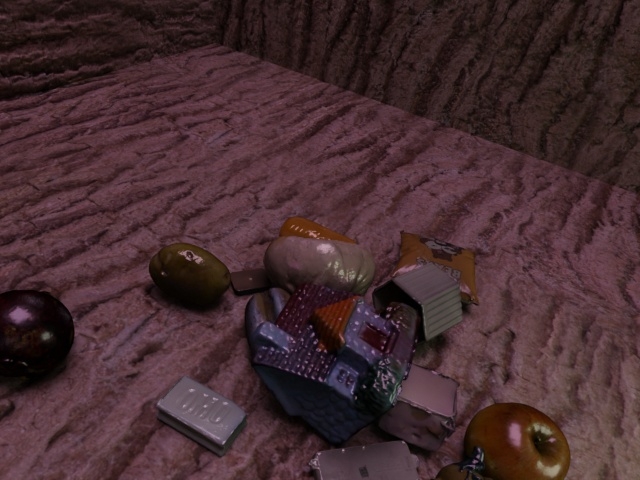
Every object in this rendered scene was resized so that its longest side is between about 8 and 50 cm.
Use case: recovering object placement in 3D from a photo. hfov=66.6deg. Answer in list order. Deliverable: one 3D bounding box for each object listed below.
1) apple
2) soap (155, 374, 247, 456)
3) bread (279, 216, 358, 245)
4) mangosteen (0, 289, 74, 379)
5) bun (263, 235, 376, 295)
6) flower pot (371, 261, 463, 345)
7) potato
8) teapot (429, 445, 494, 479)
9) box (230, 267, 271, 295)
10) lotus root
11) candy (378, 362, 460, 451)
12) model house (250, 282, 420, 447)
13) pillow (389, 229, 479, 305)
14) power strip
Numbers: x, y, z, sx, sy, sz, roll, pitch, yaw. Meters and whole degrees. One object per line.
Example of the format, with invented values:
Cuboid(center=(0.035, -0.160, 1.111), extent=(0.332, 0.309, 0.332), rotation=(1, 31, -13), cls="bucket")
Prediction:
Cuboid(center=(0.472, 0.510, 1.194), extent=(0.237, 0.207, 0.236), rotation=(12, 53, -16), cls="apple")
Cuboid(center=(-0.288, 0.424, 1.191), extent=(0.199, 0.063, 0.114), rotation=(23, 37, 14), cls="soap")
Cuboid(center=(0.000, 0.000, 1.793), extent=(0.305, 0.091, 0.142), rotation=(24, 45, 17), cls="bread")
Cuboid(center=(-0.737, 0.206, 1.223), extent=(0.232, 0.231, 0.289), rotation=(-2, 34, -17), cls="mangosteen")
Cuboid(center=(-0.002, 0.101, 1.540), extent=(0.366, 0.219, 0.365), rotation=(9, -1, 0), cls="bun")
Cuboid(center=(0.299, 0.202, 1.511), extent=(0.190, 0.239, 0.209), rotation=(-19, 75, -34), cls="flower pot")
Cuboid(center=(-0.397, 0.104, 1.474), extent=(0.228, 0.197, 0.148), rotation=(43, 41, -14), cls="potato")
Cuboid(center=(0.338, 0.592, 1.058), extent=(0.183, 0.173, 0.269), rotation=(0, 72, -8), cls="teapot")
Cuboid(center=(-0.231, 0.136, 1.601), extent=(0.126, 0.031, 0.091), rotation=(-8, 41, -24), cls="box")
Cuboid(center=(-0.126, 0.278, 1.364), extent=(0.158, 0.139, 0.322), rotation=(-15, 49, 0), cls="lotus root")
Cuboid(center=(0.256, 0.420, 1.252), extent=(0.185, 0.137, 0.195), rotation=(20, 23, 7), cls="candy")
Cuboid(center=(0.024, 0.247, 1.243), extent=(0.339, 0.297, 0.360), rotation=(34, 41, -2), cls="model house")
Cuboid(center=(0.420, 0.090, 1.760), extent=(0.310, 0.119, 0.312), rotation=(19, 36, 4), cls="pillow")
Cuboid(center=(0.105, 0.547, 1.152), extent=(0.271, 0.046, 0.117), rotation=(0, 42, -17), cls="power strip")
